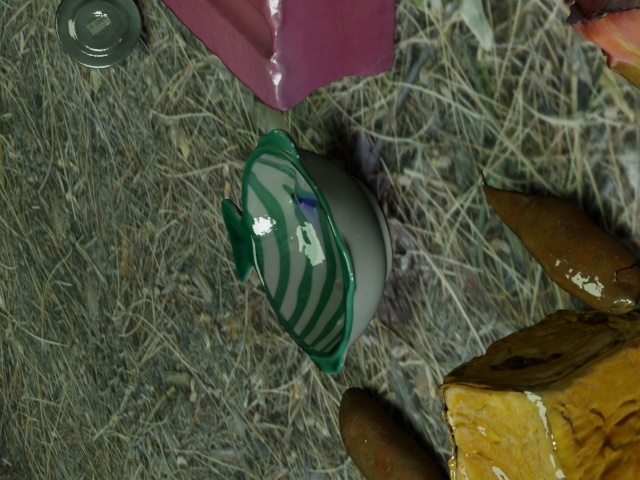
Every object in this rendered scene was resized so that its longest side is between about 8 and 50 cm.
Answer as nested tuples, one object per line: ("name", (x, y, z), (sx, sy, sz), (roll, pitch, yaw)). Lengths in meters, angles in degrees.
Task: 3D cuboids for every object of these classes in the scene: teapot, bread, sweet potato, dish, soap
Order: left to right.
("teapot", (-0.236, -0.251, 1.903), (0.092, 0.124, 0.091), (34, -177, -17))
("soap", (-0.078, -0.294, 1.437), (0.359, 0.128, 0.233), (47, 148, 44))
("dish", (0.000, 0.000, 1.552), (0.246, 0.078, 0.224), (13, 119, 62))
("sweet potato", (0.080, 0.221, 1.577), (0.255, 0.058, 0.078), (52, 167, 33))
("sweet potato", (0.164, -0.005, 1.227), (0.195, 0.056, 0.056), (-133, 33, -52))
("bread", (0.174, 0.135, 1.190), (0.158, 0.149, 0.143), (12, 122, 63))

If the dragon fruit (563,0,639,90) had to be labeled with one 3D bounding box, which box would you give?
("dragon fruit", (0.286, -0.112, 0.646), (0.263, 0.314, 0.296), (40, 180, -12))
